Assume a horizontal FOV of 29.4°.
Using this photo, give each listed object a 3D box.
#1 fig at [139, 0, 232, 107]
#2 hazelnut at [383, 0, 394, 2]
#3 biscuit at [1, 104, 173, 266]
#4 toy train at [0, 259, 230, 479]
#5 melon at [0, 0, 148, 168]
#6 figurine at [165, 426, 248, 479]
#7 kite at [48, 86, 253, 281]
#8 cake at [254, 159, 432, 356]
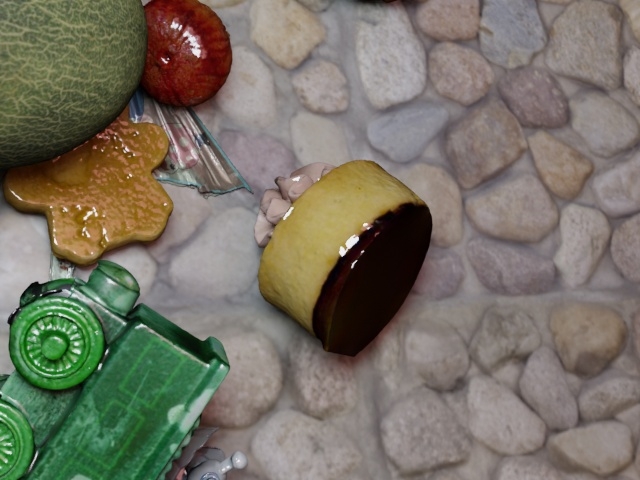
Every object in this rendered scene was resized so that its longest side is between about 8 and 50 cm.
[{"bbox_3d":[-0.129,-0.204,1.311,0.153,0.119,0.119,-10,81,-41],"label":"fig"},{"bbox_3d":[0.047,-0.368,1.438,0.201,0.160,0.170,40,71,-54],"label":"hazelnut"},{"bbox_3d":[-0.251,-0.100,1.257,0.184,0.035,0.249,-24,87,-27],"label":"biscuit"},{"bbox_3d":[-0.226,0.154,1.127,0.202,0.145,0.266,34,91,-9],"label":"toy train"},{"bbox_3d":[-0.297,-0.182,1.102,0.301,0.237,0.238,-4,78,-47],"label":"melon"},{"bbox_3d":[-0.123,0.234,1.220,0.082,0.086,0.094,46,62,-11],"label":"figurine"},{"bbox_3d":[-0.254,-0.117,1.289,0.406,0.014,0.368,9,72,-24],"label":"kite"},{"bbox_3d":[0.000,0.000,1.301,0.178,0.185,0.208,28,62,23],"label":"cake"}]
